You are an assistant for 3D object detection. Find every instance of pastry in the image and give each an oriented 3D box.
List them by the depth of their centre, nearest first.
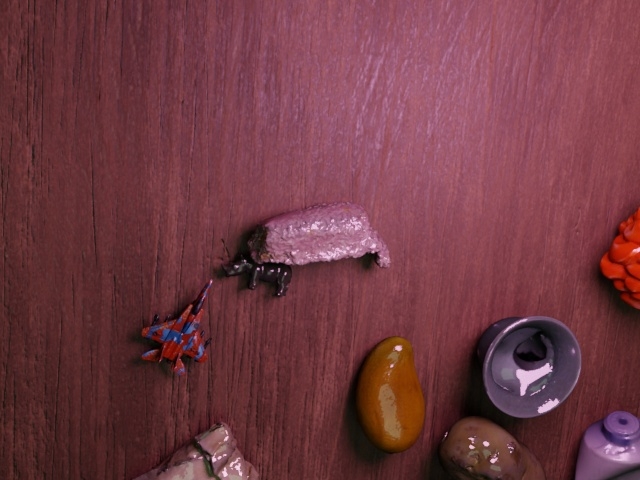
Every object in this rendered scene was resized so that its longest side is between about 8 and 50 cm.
[{"bbox_3d":[0.005,-0.012,1.301,0.265,0.103,0.112,2,118,-18],"label":"pastry"}]

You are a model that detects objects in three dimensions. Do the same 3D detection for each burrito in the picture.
[{"bbox_3d":[-0.276,0.491,1.345,0.348,0.107,0.175,-40,90,-4],"label":"burrito"}]

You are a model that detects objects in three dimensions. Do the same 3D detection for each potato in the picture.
[{"bbox_3d":[0.343,0.448,1.431,0.165,0.165,0.262,-47,118,0],"label":"potato"}]

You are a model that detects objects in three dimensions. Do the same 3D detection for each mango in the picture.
[{"bbox_3d":[0.135,0.298,1.394,0.136,0.099,0.227,-1,93,-7],"label":"mango"}]

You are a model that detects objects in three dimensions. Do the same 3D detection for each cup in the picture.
[{"bbox_3d":[0.378,0.222,1.398,0.199,0.150,0.199,-2,101,-11],"label":"cup"}]

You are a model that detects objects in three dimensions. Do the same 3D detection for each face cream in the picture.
[{"bbox_3d":[0.643,0.550,1.553,0.235,0.137,0.420,-14,115,-10],"label":"face cream"}]

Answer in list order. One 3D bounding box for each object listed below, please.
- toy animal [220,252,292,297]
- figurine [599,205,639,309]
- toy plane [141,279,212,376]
[{"bbox_3d":[-0.117,0.059,1.321,0.136,0.047,0.065,15,92,-12],"label":"toy animal"},{"bbox_3d":[0.750,0.096,1.399,0.412,0.306,0.241,46,63,-27],"label":"figurine"},{"bbox_3d":[-0.243,0.151,1.306,0.130,0.061,0.189,28,90,-14],"label":"toy plane"}]
